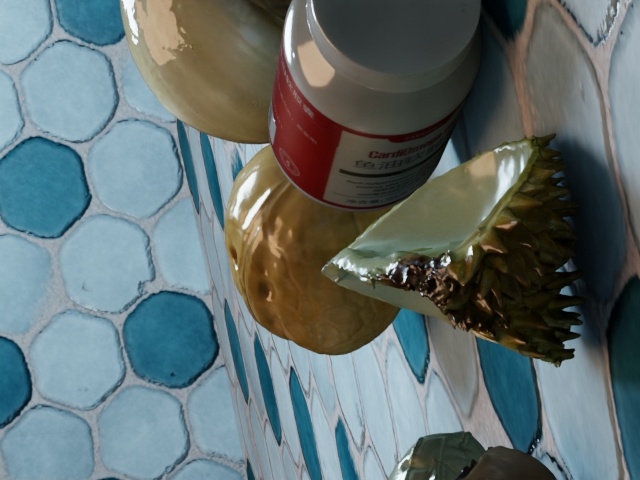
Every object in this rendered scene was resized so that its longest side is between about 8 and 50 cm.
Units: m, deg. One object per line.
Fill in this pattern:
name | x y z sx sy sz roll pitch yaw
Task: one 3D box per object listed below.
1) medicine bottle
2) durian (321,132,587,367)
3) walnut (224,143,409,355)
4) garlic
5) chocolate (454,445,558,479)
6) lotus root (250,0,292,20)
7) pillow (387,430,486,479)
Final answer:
medicine bottle | 0.036 -0.112 1.322 0.250 0.131 0.131 108 148 -73
durian | 0.086 0.019 1.167 0.252 0.139 0.144 -139 33 -75
walnut | 0.000 0.000 1.621 0.197 0.165 0.165 85 169 -54
garlic | -0.079 -0.179 1.646 0.245 0.164 0.145 43 143 -13
chocolate | 0.142 0.261 1.266 0.161 0.083 0.261 -41 -56 -62
lotus root | -0.025 -0.236 1.442 0.314 0.210 0.142 51 -143 -80
pillow | 0.081 0.318 1.400 0.255 0.120 0.322 72 -157 -63
